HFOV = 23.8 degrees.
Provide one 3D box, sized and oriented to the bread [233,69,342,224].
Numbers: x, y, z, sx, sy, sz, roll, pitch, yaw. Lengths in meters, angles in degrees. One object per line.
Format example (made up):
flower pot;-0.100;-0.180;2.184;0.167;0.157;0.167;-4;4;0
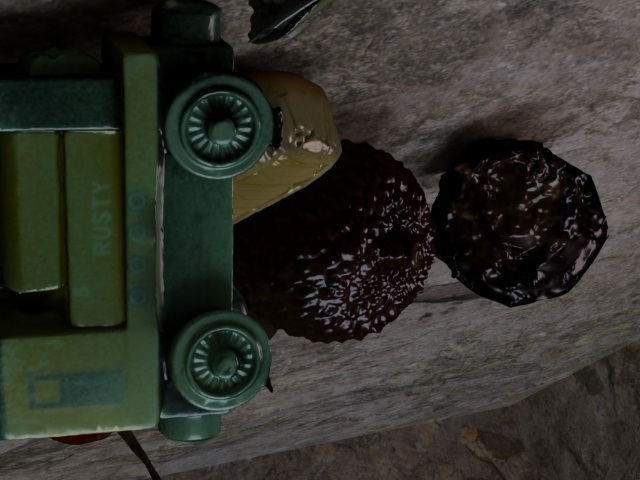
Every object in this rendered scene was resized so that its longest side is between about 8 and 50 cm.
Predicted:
bread;-0.094;-0.085;1.499;0.236;0.106;0.140;-28;162;33

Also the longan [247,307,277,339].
longan;-0.105;0.096;2.129;0.106;0.106;0.119;-12;121;-16

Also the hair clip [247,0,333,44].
hair clip;0.072;-0.255;1.142;0.321;0.138;0.091;-22;119;16

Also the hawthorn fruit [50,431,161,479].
hawthorn fruit;-0.293;0.140;1.845;0.231;0.263;0.235;15;178;-24

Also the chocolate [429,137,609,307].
chocolate;0.237;-0.047;1.829;0.224;0.206;0.177;-12;154;0

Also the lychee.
lychee;0.000;0.000;1.687;0.271;0.236;0.236;-1;177;39

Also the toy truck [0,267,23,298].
toy truck;-0.311;0.006;1.499;0.213;0.161;0.177;-4;165;-38

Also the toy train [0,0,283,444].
toy train;-0.169;-0.007;1.289;0.253;0.397;0.160;-3;-163;-14
